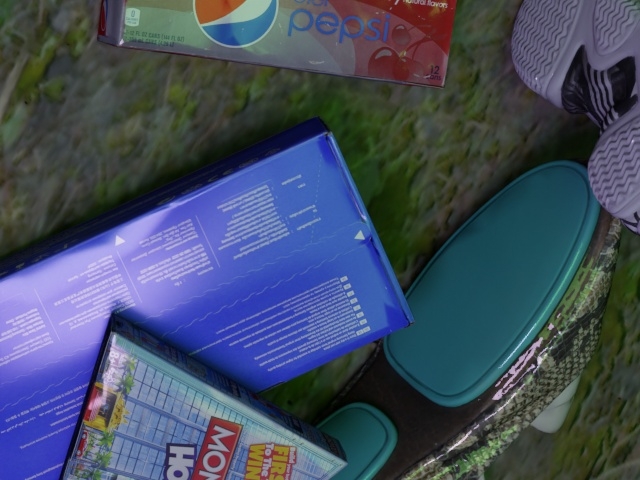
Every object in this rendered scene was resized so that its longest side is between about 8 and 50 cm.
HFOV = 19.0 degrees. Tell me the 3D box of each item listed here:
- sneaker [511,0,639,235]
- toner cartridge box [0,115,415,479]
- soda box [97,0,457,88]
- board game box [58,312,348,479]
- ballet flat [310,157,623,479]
[{"bbox_3d":[0.297,-0.087,1.449,0.210,0.366,0.137,19,113,-27],"label":"sneaker"},{"bbox_3d":[-0.122,0.055,1.434,0.347,0.075,0.165,-24,105,-1],"label":"toner cartridge box"},{"bbox_3d":[-0.032,-0.178,1.461,0.263,0.083,0.092,6,97,-19],"label":"soda box"},{"bbox_3d":[-0.089,0.174,1.395,0.194,0.060,0.194,16,100,-9],"label":"board game box"},{"bbox_3d":[0.092,0.152,1.529,0.483,0.164,0.182,-49,130,0],"label":"ballet flat"}]
